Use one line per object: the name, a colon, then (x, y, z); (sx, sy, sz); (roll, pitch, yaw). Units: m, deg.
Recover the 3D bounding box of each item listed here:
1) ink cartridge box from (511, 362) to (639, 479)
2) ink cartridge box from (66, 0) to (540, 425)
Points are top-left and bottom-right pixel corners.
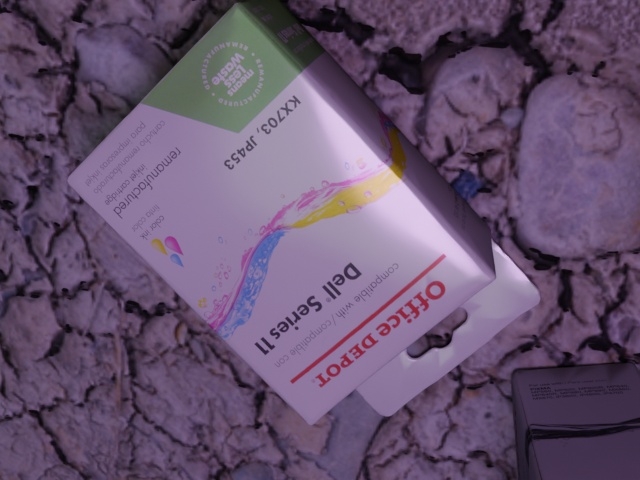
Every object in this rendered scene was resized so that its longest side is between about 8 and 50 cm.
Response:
ink cartridge box: (0.225, 0.243, 0.714); (0.114, 0.273, 0.197); (-6, 108, 6)
ink cartridge box: (0.000, 0.000, 0.745); (0.207, 0.119, 0.353); (-42, 98, 18)
